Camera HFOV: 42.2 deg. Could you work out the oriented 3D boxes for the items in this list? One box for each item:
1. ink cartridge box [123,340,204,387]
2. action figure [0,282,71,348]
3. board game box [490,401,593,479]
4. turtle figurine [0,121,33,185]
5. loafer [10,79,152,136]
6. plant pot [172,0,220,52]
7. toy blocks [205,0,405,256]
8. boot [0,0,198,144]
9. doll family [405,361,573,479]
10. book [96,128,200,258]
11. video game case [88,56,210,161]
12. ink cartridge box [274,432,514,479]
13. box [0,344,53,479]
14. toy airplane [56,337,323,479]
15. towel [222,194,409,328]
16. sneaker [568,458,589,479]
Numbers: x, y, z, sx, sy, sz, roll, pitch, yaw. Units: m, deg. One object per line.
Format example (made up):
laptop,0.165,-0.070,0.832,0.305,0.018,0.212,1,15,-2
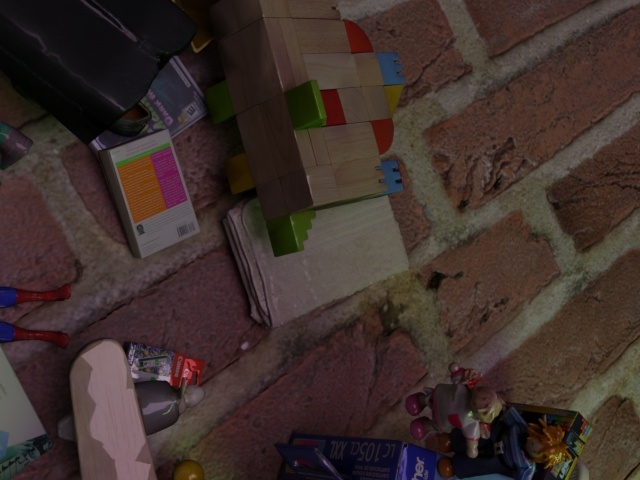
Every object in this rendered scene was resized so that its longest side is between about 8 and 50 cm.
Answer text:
ink cartridge box,-0.202,0.172,1.066,0.115,0.029,0.062,19,75,-29
action figure,-0.407,0.076,0.891,0.281,0.139,0.091,4,82,-29
board game box,0.317,0.326,1.292,0.048,0.170,0.141,47,63,-21
turtle figurine,-0.439,-0.149,0.908,0.234,0.118,0.175,46,63,-26
loafer,-0.285,-0.178,1.006,0.170,0.061,0.062,15,78,-29
plant pot,-0.179,-0.307,1.094,0.081,0.083,0.081,-48,136,-26
toy blocks,0.011,-0.193,1.127,0.261,0.191,0.381,-15,89,-45
boot,-0.315,-0.375,0.935,0.445,0.146,0.367,38,63,-11
doll family,0.201,0.261,0.917,0.118,0.163,0.262,-1,77,-35
book,-0.216,-0.061,1.065,0.096,0.035,0.144,-27,110,-37
video game case,-0.257,-0.205,1.076,0.173,0.022,0.190,-42,107,-28
ink cartridge box,0.118,0.363,1.104,0.396,0.270,0.151,23,69,-28
box,-0.447,0.225,0.822,0.322,0.058,0.232,-35,138,-28
toy airplane,-0.190,0.357,0.947,0.384,0.272,0.386,31,94,-2
towel,0.000,0.000,1.202,0.282,0.049,0.187,-20,96,-33
sneaker,0.344,0.515,1.326,0.148,0.131,0.350,45,69,-28
